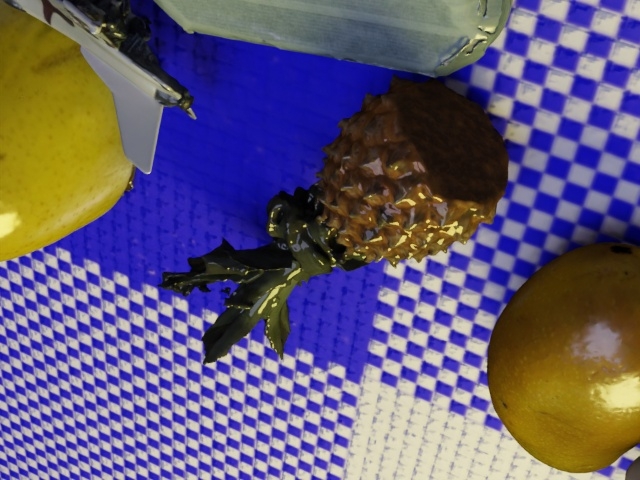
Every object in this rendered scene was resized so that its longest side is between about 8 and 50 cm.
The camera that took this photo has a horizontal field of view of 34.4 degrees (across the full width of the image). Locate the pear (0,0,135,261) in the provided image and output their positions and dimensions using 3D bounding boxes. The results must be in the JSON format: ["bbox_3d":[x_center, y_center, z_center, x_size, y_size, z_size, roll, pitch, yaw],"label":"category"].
[{"bbox_3d":[-0.290,-0.079,0.793,0.266,0.178,0.267,13,129,17],"label":"pear"}]

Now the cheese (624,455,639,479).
[{"bbox_3d":[0.335,0.293,0.742,0.251,0.174,0.248,8,129,19],"label":"cheese"}]

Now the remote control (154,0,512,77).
[{"bbox_3d":[-0.005,-0.162,0.638,0.247,0.052,0.104,13,137,19],"label":"remote control"}]

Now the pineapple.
[{"bbox_3d":[0.000,0.000,0.713,0.119,0.130,0.277,41,137,-12],"label":"pineapple"}]

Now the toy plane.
[{"bbox_3d":[-0.163,-0.157,0.708,0.234,0.082,0.160,50,180,7],"label":"toy plane"}]

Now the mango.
[{"bbox_3d":[0.183,0.091,0.714,0.136,0.099,0.227,15,142,11],"label":"mango"}]
